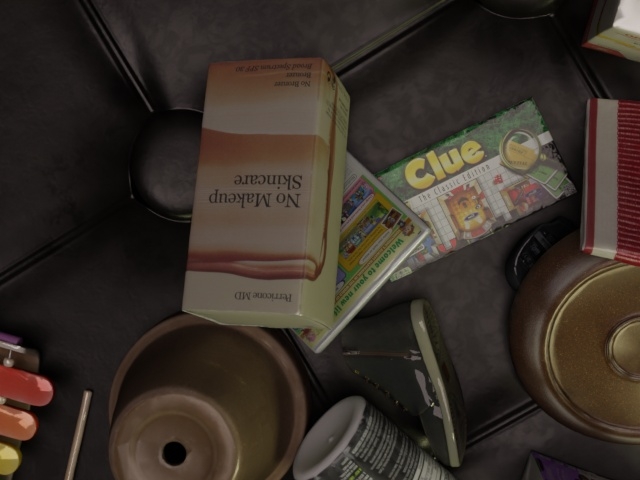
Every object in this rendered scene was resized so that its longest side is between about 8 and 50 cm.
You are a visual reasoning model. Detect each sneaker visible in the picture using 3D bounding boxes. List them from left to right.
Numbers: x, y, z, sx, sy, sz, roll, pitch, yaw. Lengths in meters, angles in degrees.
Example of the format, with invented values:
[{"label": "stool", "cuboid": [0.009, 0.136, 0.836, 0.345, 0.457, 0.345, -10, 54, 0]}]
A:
[{"label": "sneaker", "cuboid": [0.109, 0.187, 1.123, 0.118, 0.083, 0.222, -14, 98, 22]}]

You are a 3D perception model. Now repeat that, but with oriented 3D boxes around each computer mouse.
[{"label": "computer mouse", "cuboid": [0.325, -0.025, 1.105, 0.242, 0.041, 0.071, -40, 100, -1]}]

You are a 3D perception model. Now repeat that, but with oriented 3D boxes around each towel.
[{"label": "towel", "cuboid": [0.467, -0.050, 1.022, 0.329, 0.037, 0.237, 10, 57, 4]}]

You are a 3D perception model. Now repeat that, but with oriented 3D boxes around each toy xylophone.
[{"label": "toy xylophone", "cuboid": [-0.434, 0.264, 1.160, 0.236, 0.081, 0.323, 8, 95, 4]}]

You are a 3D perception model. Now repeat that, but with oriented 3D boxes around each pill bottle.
[{"label": "pill bottle", "cuboid": [0.094, 0.315, 1.087, 0.245, 0.130, 0.130, 43, 96, -12]}]

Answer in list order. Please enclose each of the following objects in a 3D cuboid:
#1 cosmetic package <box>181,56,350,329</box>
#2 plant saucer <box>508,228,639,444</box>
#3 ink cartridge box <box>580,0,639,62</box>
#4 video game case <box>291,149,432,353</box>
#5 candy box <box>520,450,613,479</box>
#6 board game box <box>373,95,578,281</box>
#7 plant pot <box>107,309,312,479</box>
[{"label": "cosmetic package", "cuboid": [-0.059, -0.051, 1.033, 0.153, 0.129, 0.296, 0, 78, 16]}, {"label": "plant saucer", "cuboid": [0.385, 0.121, 1.061, 0.310, 0.050, 0.311, 3, 109, 9]}, {"label": "ink cartridge box", "cuboid": [0.378, -0.248, 0.998, 0.115, 0.198, 0.067, 16, 95, 4]}, {"label": "video game case", "cuboid": [0.000, 0.000, 1.108, 0.193, 0.023, 0.212, 44, 99, 15]}, {"label": "candy box", "cuboid": [0.346, 0.343, 1.062, 0.196, 0.165, 0.070, 20, 97, 2]}, {"label": "board game box", "cuboid": [0.176, -0.063, 1.113, 0.259, 0.030, 0.136, -27, 88, 6]}, {"label": "plant pot", "cuboid": [-0.146, 0.222, 1.062, 0.263, 0.229, 0.263, 0, 94, 3]}]
